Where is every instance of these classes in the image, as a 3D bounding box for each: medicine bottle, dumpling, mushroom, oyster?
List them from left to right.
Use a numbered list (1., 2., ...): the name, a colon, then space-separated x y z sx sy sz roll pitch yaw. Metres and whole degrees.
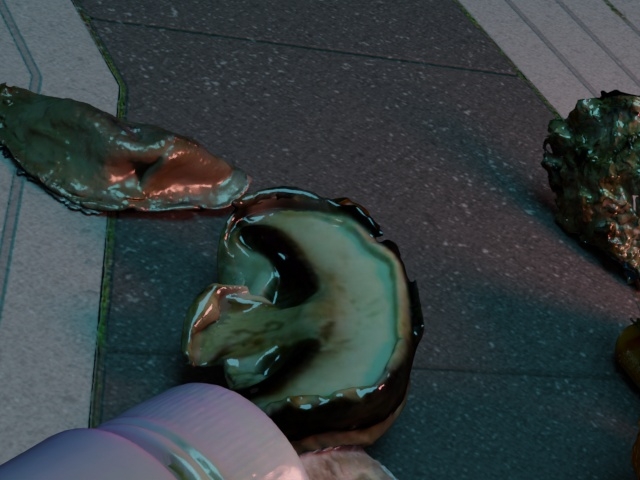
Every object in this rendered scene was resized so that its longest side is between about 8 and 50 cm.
1. medicine bottle: -0.191 0.263 1.100 0.219 0.219 0.388 35 36 21
2. dumpling: -0.247 -0.107 1.711 0.332 0.086 0.166 18 31 4
3. mushroom: -0.021 0.095 1.514 0.247 0.130 0.344 -8 39 -11
4. oyster: 0.383 -0.063 1.892 0.092 0.198 0.259 -17 88 -54

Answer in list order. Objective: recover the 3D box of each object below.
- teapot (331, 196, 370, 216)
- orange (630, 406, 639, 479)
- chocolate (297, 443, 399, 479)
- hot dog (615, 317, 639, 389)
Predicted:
1. teapot: 0.000 0.000 1.700 0.129 0.078 0.098 -19 8 -31
2. orange: 0.444 0.194 1.420 0.293 0.340 0.340 -4 29 18
3. chocolate: 0.073 0.306 1.263 0.303 0.100 0.185 42 13 23
4. hot dog: 0.427 0.175 1.662 0.104 0.076 0.250 -3 38 -31
